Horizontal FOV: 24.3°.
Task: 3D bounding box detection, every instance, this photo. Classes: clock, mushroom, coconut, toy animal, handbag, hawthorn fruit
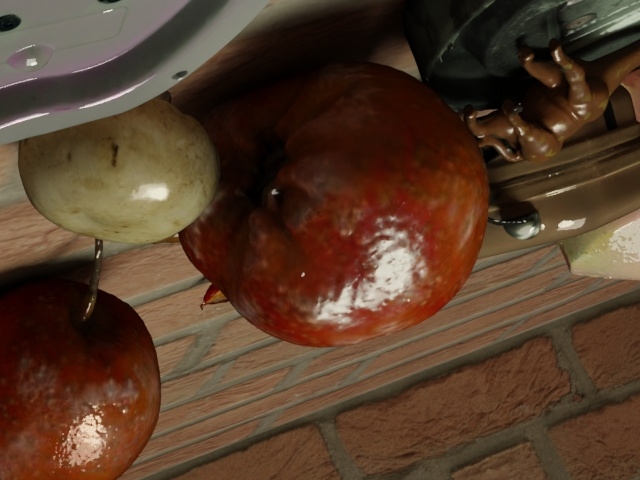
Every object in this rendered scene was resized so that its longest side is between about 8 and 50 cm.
[{"bbox_3d":[-0.165,-0.168,0.853,0.338,0.102,0.338,-23,166,-6],"label":"clock"},{"bbox_3d":[0.254,-0.242,1.338,0.386,0.076,0.386,-23,165,-6],"label":"clock"},{"bbox_3d":[-0.164,-0.066,1.198,0.166,0.127,0.166,-1,158,0],"label":"mushroom"},{"bbox_3d":[0.381,-0.063,1.854,0.233,0.245,0.233,-23,169,-5],"label":"coconut"},{"bbox_3d":[0.255,-0.155,1.381,0.224,0.066,0.229,-50,147,19],"label":"toy animal"},{"bbox_3d":[0.172,-0.058,1.553,0.301,0.149,0.283,-12,-172,34],"label":"handbag"},{"bbox_3d":[-0.283,0.157,1.577,0.231,0.235,0.263,-20,164,-6],"label":"hawthorn fruit"},{"bbox_3d":[0.014,-0.035,1.327,0.284,0.284,0.284,-23,166,-6],"label":"hawthorn fruit"}]

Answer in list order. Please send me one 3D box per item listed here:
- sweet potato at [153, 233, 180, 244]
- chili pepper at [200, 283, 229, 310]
[{"bbox_3d":[-0.087,-0.041,1.551,0.202,0.055,0.058,-21,-166,-20],"label":"sweet potato"},{"bbox_3d":[-0.048,0.019,1.836,0.268,0.059,0.050,-31,-153,30],"label":"chili pepper"}]
